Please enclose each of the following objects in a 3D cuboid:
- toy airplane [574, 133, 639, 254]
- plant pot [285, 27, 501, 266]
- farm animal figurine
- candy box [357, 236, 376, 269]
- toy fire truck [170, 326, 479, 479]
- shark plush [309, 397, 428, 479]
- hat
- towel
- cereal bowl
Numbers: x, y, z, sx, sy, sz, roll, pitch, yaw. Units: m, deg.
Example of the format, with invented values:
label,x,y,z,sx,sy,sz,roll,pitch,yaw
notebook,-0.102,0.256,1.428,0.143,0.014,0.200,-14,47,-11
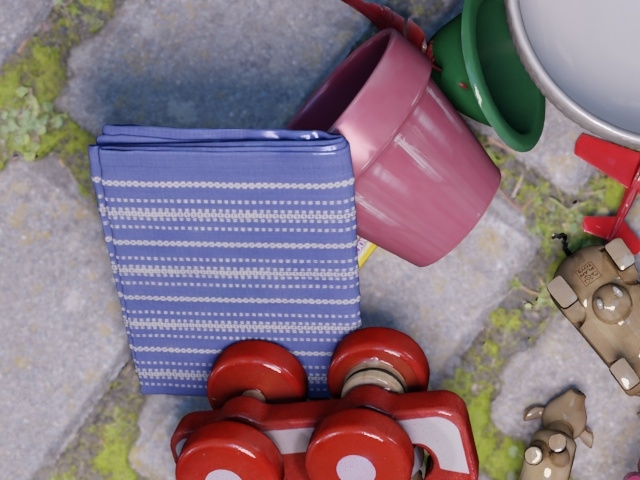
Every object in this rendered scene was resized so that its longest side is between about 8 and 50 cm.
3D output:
label,x,y,z,sx,sy,sz,roll,pitch,yaw
toy airplane,0.325,-0.050,1.562,0.151,0.028,0.151,0,87,-1
plant pot,0.071,-0.078,1.467,0.180,0.201,0.201,40,87,-13
farm animal figurine,0.313,0.143,1.490,0.330,0.172,0.326,-19,77,7
candy box,0.000,0.000,1.560,0.105,0.027,0.206,37,86,0
toy fire truck,0.008,0.238,1.449,0.302,0.169,0.254,-7,120,14
shark plush,0.049,0.216,1.535,0.161,0.073,0.067,35,118,-3
hat,0.117,-0.171,1.559,0.184,0.173,0.208,-15,62,31
towel,-0.082,0.027,1.440,0.243,0.336,0.040,1,41,6
cereal bowl,0.350,-0.250,1.520,0.339,0.141,0.339,0,85,0
